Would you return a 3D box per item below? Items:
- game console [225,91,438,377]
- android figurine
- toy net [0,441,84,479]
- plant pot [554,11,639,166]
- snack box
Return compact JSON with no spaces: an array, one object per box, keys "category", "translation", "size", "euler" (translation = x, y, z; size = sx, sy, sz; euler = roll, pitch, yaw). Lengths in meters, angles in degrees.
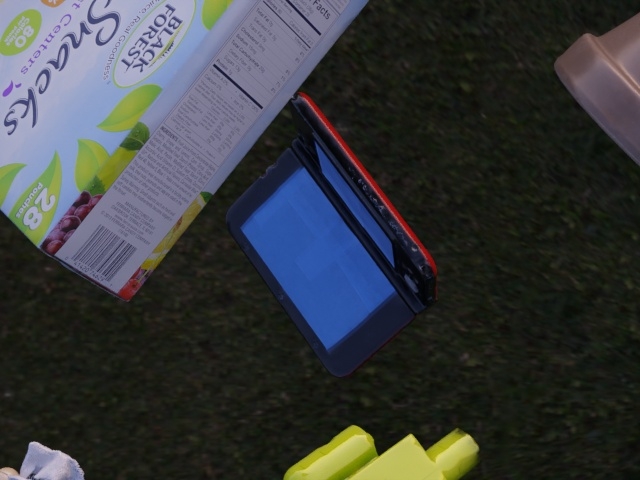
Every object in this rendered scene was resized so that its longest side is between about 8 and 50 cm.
[{"category":"game console","translation":[0.000,0.000,0.806],"size":[0.085,0.124,0.144],"euler":[-35,74,-5]},{"category":"android figurine","translation":[0.065,0.292,1.166],"size":[0.273,0.056,0.248],"euler":[-33,77,-28]},{"category":"toy net","translation":[-0.370,0.278,1.378],"size":[0.232,0.045,0.122],"euler":[-3,107,5]},{"category":"plant pot","translation":[0.439,-0.192,1.473],"size":[0.229,0.263,0.263],"euler":[-45,69,17]},{"category":"snack box","translation":[-0.090,-0.103,0.615],"size":[0.207,0.070,0.174],"euler":[-52,49,1]}]
